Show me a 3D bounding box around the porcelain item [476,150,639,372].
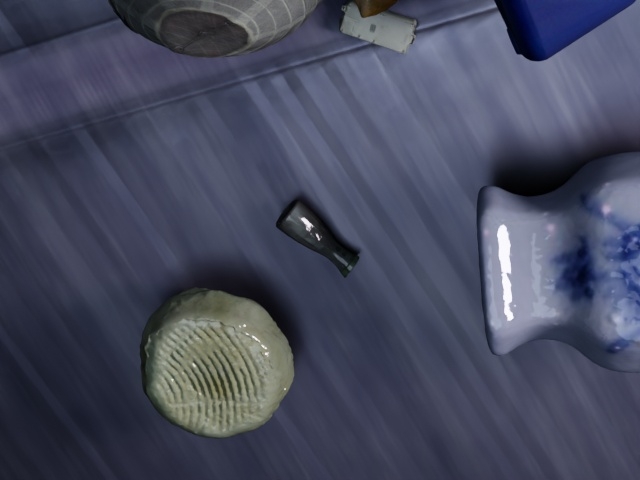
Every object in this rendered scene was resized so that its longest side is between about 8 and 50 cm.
[{"bbox_3d":[0.378,0.022,1.647,0.405,0.178,0.242,-4,90,11],"label":"porcelain item"}]

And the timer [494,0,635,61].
[{"bbox_3d":[0.321,-0.370,1.490,0.383,0.270,0.270,-24,108,9],"label":"timer"}]

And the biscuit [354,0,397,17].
[{"bbox_3d":[0.063,-0.388,1.575,0.045,0.154,0.299,25,145,40],"label":"biscuit"}]

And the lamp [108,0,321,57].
[{"bbox_3d":[-0.116,-0.312,1.607,0.265,0.233,0.233,-13,111,29],"label":"lamp"}]

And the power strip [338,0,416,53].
[{"bbox_3d":[0.064,-0.242,1.711,0.090,0.016,0.040,19,116,2],"label":"power strip"}]

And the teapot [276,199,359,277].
[{"bbox_3d":[0.000,0.000,1.823,0.111,0.043,0.043,39,116,-12],"label":"teapot"}]

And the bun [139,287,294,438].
[{"bbox_3d":[-0.129,0.142,1.870,0.195,0.118,0.195,3,119,5],"label":"bun"}]
